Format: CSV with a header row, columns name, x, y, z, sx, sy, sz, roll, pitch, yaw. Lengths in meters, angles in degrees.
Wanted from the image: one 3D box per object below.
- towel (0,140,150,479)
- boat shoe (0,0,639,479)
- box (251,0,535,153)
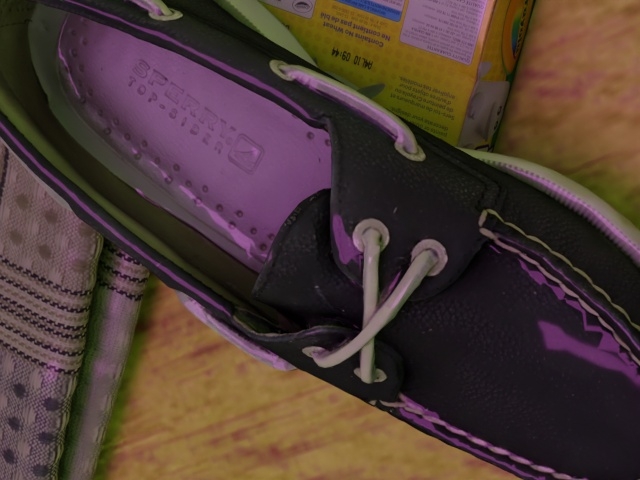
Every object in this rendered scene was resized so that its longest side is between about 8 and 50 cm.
name,x,y,z,sx,sy,sz,roll,pitch,yaw
towel,-0.205,-0.035,0.723,0.312,0.056,0.324,27,116,28
boat shoe,0.000,0.000,0.516,0.303,0.091,0.114,32,115,18
box,0.013,-0.037,0.580,0.105,0.043,0.179,24,111,25
